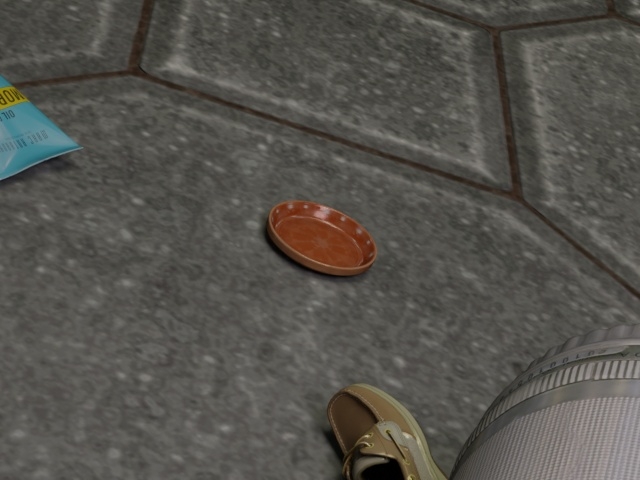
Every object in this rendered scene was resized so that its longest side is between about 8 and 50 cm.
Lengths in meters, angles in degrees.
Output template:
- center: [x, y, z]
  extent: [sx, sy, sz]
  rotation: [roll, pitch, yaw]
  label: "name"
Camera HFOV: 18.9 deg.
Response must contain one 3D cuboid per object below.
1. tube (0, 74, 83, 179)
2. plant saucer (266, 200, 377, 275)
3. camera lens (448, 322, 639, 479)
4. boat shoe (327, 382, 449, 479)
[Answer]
- center: [-0.265, -0.116, 1.369]
  extent: [0.207, 0.052, 0.080]
  rotation: [42, 45, 20]
  label: "tube"
- center: [0.000, 0.000, 1.387]
  extent: [0.083, 0.013, 0.083]
  rotation: [17, 31, -10]
  label: "plant saucer"
- center: [0.156, 0.190, 0.972]
  extent: [0.219, 0.219, 0.274]
  rotation: [25, 30, 3]
  label: "camera lens"
- center: [0.039, 0.136, 1.154]
  extent: [0.045, 0.050, 0.135]
  rotation: [3, 35, -41]
  label: "boat shoe"
